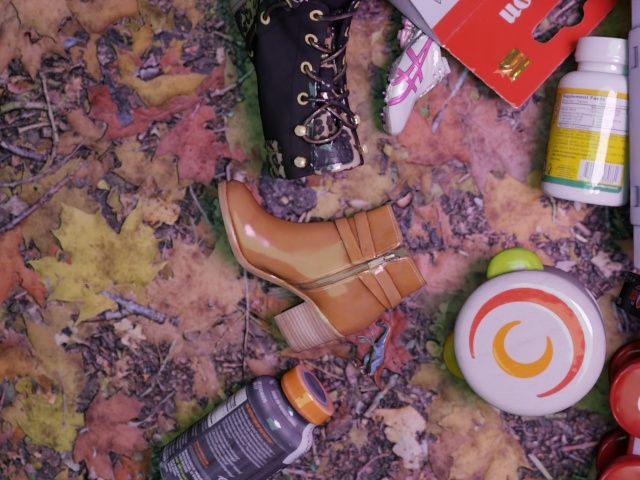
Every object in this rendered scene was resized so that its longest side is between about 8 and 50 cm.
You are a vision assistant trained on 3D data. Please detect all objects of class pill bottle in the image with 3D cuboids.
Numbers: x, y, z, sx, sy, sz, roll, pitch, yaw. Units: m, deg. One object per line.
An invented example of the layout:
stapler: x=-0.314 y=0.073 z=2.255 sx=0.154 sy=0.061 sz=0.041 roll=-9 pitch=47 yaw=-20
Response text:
pill bottle: x=-0.100 y=0.281 z=1.162 sx=0.245 sy=0.130 sz=0.130 roll=-38 pitch=87 yaw=9
pill bottle: x=0.364 y=-0.156 z=1.069 sx=0.117 sy=0.117 sz=0.209 roll=9 pitch=99 yaw=8

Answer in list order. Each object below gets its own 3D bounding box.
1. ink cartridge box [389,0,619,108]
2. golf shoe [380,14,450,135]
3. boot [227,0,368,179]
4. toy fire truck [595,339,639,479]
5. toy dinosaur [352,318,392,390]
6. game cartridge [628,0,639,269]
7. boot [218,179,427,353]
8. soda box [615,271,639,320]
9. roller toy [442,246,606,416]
ink cartridge box: x=0.222 y=-0.415 z=1.070 sx=0.385 sy=0.091 sz=0.308 roll=43 pitch=87 yaw=6
golf shoe: x=0.136 y=-0.233 z=1.131 sx=0.085 sy=0.067 sz=0.186 roll=16 pitch=95 yaw=6
boot: x=0.004 y=-0.228 z=1.031 sx=0.138 sy=0.377 sz=0.284 roll=-14 pitch=97 yaw=-30
toy fire truck: x=0.491 y=0.266 z=1.034 sx=0.253 sy=0.169 sz=0.302 roll=8 pitch=95 yaw=19
toy dinosaur: x=0.084 y=0.159 z=1.186 sx=0.082 sy=0.047 sz=0.090 roll=-47 pitch=119 yaw=-1
game cartridge: x=0.489 y=-0.143 z=1.031 sx=0.230 sy=0.068 sz=0.355 roll=-4 pitch=94 yaw=-32
boot: x=0.000 y=0.000 z=1.141 sx=0.220 sy=0.109 sz=0.283 roll=-28 pitch=91 yaw=10
soda box: x=0.437 y=0.081 z=1.052 sx=0.060 sy=0.169 sz=0.053 roll=21 pitch=97 yaw=7
roller toy: x=0.281 y=0.131 z=1.090 sx=0.191 sy=0.146 sz=0.209 roll=32 pitch=103 yaw=15
